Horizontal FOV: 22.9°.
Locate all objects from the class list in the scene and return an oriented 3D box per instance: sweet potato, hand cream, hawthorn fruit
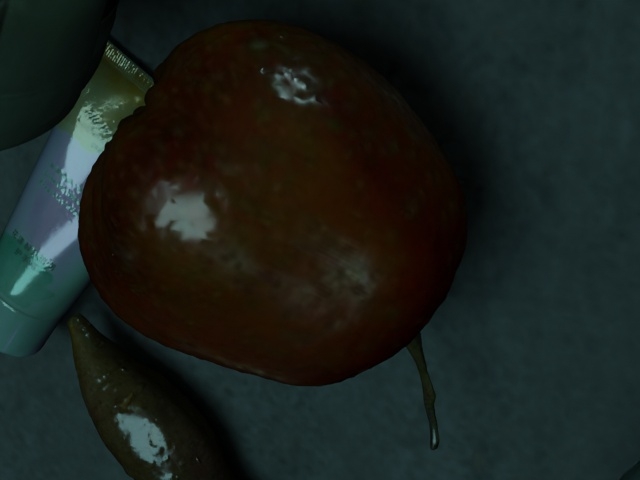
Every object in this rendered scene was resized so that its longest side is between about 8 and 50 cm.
[{"bbox_3d":[-0.069,0.129,0.838,0.218,0.051,0.065,49,129,5],"label":"sweet potato"},{"bbox_3d":[-0.128,-0.017,0.821,0.076,0.047,0.174,41,116,11],"label":"hand cream"},{"bbox_3d":[0.000,0.000,0.693,0.203,0.163,0.163,34,125,-5],"label":"hawthorn fruit"}]

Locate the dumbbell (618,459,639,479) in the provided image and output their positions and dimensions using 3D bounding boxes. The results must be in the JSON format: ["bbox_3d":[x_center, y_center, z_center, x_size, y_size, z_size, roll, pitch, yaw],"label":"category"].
[{"bbox_3d":[0.237,0.036,0.541,0.179,0.179,0.406,32,123,15],"label":"dumbbell"}]

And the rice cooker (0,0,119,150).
[{"bbox_3d":[-0.220,-0.202,0.622,0.335,0.335,0.325,31,123,16],"label":"rice cooker"}]
